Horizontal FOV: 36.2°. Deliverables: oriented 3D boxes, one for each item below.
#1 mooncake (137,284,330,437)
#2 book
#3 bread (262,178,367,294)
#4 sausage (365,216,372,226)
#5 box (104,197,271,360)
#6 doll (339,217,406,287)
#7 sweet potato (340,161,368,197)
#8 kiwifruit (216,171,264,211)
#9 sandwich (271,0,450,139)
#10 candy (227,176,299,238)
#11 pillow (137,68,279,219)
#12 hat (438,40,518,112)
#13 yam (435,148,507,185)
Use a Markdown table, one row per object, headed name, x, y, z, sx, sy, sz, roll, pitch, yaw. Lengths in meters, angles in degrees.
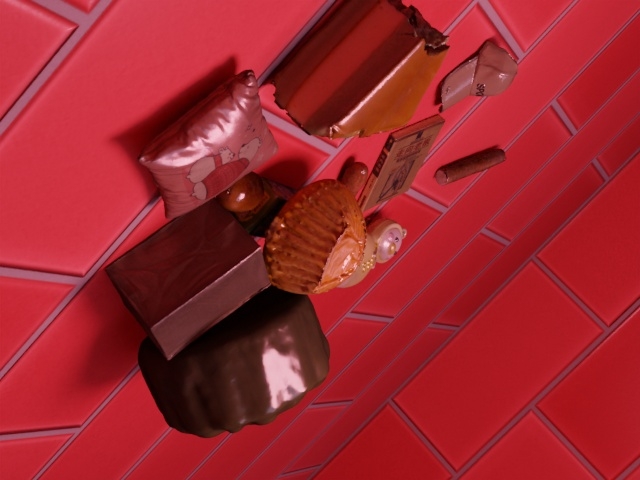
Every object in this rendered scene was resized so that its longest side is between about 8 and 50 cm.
| name | x | y | z | sx | sy | sz | roll | pitch | yaw |
| --- | --- | --- | --- | --- | --- | --- | --- | --- | --- |
| mooncake | -0.161 | 0.225 | 1.878 | 0.357 | 0.194 | 0.356 | -17 | -168 | 4 |
| book | 0.174 | -0.167 | 2.144 | 0.161 | 0.026 | 0.230 | -26 | 153 | -37 |
| bread | -0.002 | -0.002 | 1.804 | 0.240 | 0.139 | 0.240 | -48 | 155 | -32 |
| sausage | 0.085 | -0.019 | 2.288 | 0.100 | 0.015 | 0.015 | -46 | 159 | 8 |
| box | -0.227 | 0.062 | 1.702 | 0.231 | 0.155 | 0.149 | -36 | 156 | -14 |
| doll | 0.098 | 0.024 | 2.222 | 0.296 | 0.117 | 0.141 | -20 | 123 | -34 |
| sweet potato | 0.051 | -0.097 | 2.037 | 0.050 | 0.050 | 0.214 | -27 | 161 | -35 |
| kiwifruit | -0.138 | -0.086 | 1.672 | 0.075 | 0.075 | 0.124 | -48 | 173 | 13 |
| sandwich | 0.067 | -0.285 | 1.548 | 0.227 | 0.155 | 0.198 | -21 | 148 | -44 |
| candy | -0.087 | -0.055 | 1.849 | 0.097 | 0.062 | 0.194 | -48 | 160 | 11 |
| pillow | -0.169 | -0.138 | 1.507 | 0.223 | 0.084 | 0.236 | -38 | 157 | -10 |
| hat | 0.324 | -0.314 | 2.041 | 0.175 | 0.085 | 0.147 | -40 | 160 | -11 |
| yam | 0.380 | -0.187 | 2.443 | 0.264 | 0.046 | 0.046 | -23 | 152 | -42 |
